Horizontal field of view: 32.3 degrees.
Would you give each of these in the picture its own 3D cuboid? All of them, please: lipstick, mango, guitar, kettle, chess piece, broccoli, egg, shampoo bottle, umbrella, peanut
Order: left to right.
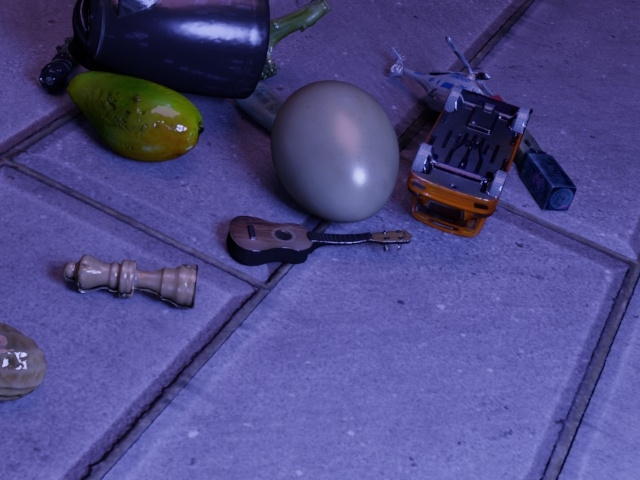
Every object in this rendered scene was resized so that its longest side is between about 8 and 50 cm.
[{"bbox_3d":[-0.406,0.128,1.243,0.194,0.083,0.093,11,50,-7],"label":"peanut"},{"bbox_3d":[-0.424,-0.307,1.840,0.050,0.046,0.188,28,34,-10],"label":"umbrella"},{"bbox_3d":[-0.246,0.050,1.431,0.172,0.060,0.060,7,37,-7],"label":"chess piece"},{"bbox_3d":[-0.288,-0.191,1.686,0.233,0.111,0.125,23,34,16],"label":"mango"},{"bbox_3d":[-0.258,-0.324,1.774,0.290,0.268,0.207,-1,73,-23],"label":"kettle"},{"bbox_3d":[-0.074,-0.363,1.932,0.204,0.122,0.118,-29,29,16],"label":"broccoli"},{"bbox_3d":[-0.065,-0.197,1.829,0.069,0.041,0.191,-18,48,-35],"label":"shampoo bottle"},{"bbox_3d":[0.000,0.002,1.592,0.271,0.038,0.084,1,39,-15],"label":"guitar"},{"bbox_3d":[0.024,-0.130,1.649,0.189,0.188,0.253,1,41,-19],"label":"egg"},{"bbox_3d":[0.353,-0.161,1.928,0.051,0.051,0.312,-1,37,-19],"label":"lipstick"}]

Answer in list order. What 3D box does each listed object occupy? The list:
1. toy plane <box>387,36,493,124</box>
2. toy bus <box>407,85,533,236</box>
[{"bbox_3d":[0.201,-0.283,1.972,0.273,0.182,0.107,37,73,28],"label":"toy plane"},{"bbox_3d":[0.229,-0.117,1.737,0.143,0.153,0.329,19,35,8],"label":"toy bus"}]
